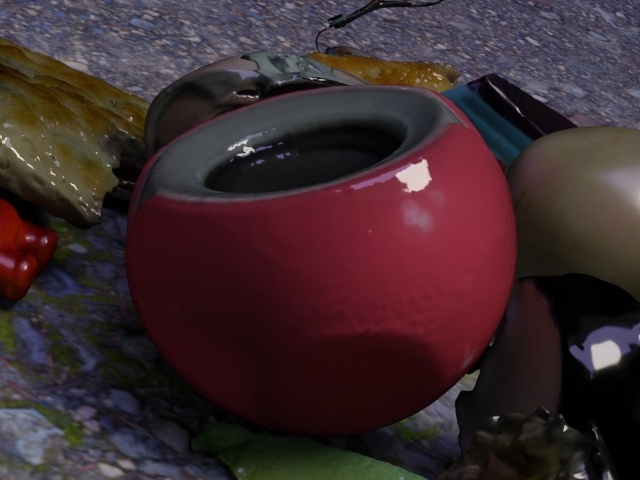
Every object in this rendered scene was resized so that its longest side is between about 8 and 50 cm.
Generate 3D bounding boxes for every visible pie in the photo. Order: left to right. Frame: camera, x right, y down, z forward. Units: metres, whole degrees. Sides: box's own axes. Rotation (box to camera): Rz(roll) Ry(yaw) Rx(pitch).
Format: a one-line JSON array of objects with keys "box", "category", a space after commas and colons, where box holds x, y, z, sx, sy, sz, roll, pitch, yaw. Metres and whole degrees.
[{"box": [-0.258, -0.111, 1.341, 0.337, 0.075, 0.337, 27, 15, -8], "category": "pie"}]

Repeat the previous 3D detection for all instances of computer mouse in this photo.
[{"box": [0.004, -0.070, 1.381, 0.389, 0.199, 0.115, 22, 31, -39], "category": "computer mouse"}]

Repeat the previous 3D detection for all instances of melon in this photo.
[{"box": [0.024, 0.201, 1.077, 0.261, 0.053, 0.114, 26, 43, 16], "category": "melon"}, {"box": [0.309, 0.018, 1.446, 0.317, 0.223, 0.223, 23, 25, -4], "category": "melon"}]

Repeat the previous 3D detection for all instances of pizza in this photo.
[{"box": [0.118, -0.109, 1.687, 0.323, 0.089, 0.223, 40, 36, 28], "category": "pizza"}]

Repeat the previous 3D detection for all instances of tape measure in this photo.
[{"box": [0.073, -0.236, 1.811, 0.104, 0.180, 0.107, 27, 19, -32], "category": "tape measure"}]

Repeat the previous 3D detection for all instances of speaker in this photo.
[{"box": [0.000, 0.000, 1.163, 0.294, 0.294, 0.294, 19, 26, -9], "category": "speaker"}]

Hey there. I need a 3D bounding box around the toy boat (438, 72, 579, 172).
[{"box": [0.272, -0.051, 1.593, 0.392, 0.079, 0.136, 34, 39, -22], "category": "toy boat"}]

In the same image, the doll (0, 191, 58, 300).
[{"box": [-0.323, -0.034, 1.190, 0.245, 0.076, 0.142, 26, 22, -4], "category": "doll"}]

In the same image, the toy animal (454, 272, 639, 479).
[{"box": [0.247, 0.136, 1.171, 0.266, 0.212, 0.212, 11, 28, -25], "category": "toy animal"}]

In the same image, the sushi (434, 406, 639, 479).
[{"box": [0.160, 0.233, 0.930, 0.218, 0.225, 0.238, 20, 65, -39], "category": "sushi"}]
